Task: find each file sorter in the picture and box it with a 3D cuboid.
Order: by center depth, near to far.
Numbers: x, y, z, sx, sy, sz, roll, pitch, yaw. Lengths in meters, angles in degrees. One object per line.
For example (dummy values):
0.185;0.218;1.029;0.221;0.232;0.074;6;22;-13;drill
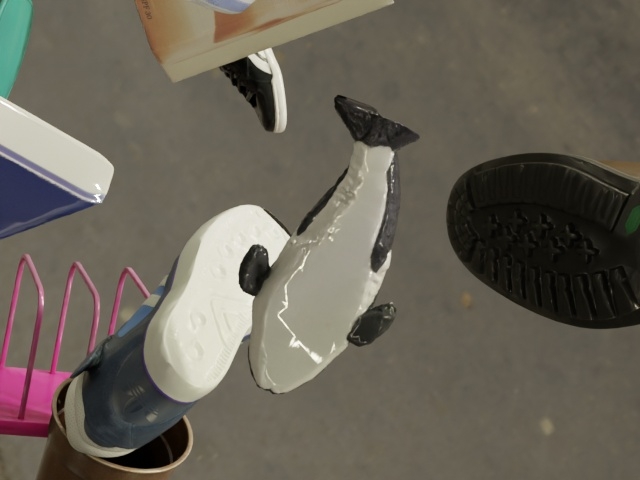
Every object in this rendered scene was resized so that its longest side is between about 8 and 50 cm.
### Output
-0.366;0.119;1.796;0.290;0.182;0.202;8;12;-21;file sorter

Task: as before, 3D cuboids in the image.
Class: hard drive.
-0.334;-0.058;1.155;0.210;0.318;0.040;31;62;-31;hard drive

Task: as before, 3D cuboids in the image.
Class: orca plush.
0.000;0.000;1.386;0.151;0.287;0.102;6;21;-6;orca plush

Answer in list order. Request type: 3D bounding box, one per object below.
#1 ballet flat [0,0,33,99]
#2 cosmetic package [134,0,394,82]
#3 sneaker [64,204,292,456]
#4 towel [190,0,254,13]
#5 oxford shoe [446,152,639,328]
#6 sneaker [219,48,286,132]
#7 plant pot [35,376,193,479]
-0.387;-0.312;1.733;0.124;0.116;0.342;18;88;11;ballet flat
-0.076;-0.320;1.773;0.296;0.129;0.153;-21;77;1;cosmetic package
-0.170;0.107;1.628;0.130;0.236;0.323;46;36;-12;sneaker
-0.065;-0.323;1.461;0.209;0.285;0.034;11;56;-46;towel
0.167;-0.001;0.716;0.096;0.227;0.083;-12;106;-52;oxford shoe
-0.124;-0.233;1.948;0.121;0.079;0.217;-11;74;-14;sneaker
-0.252;0.264;1.690;0.167;0.165;0.167;20;29;-12;plant pot
